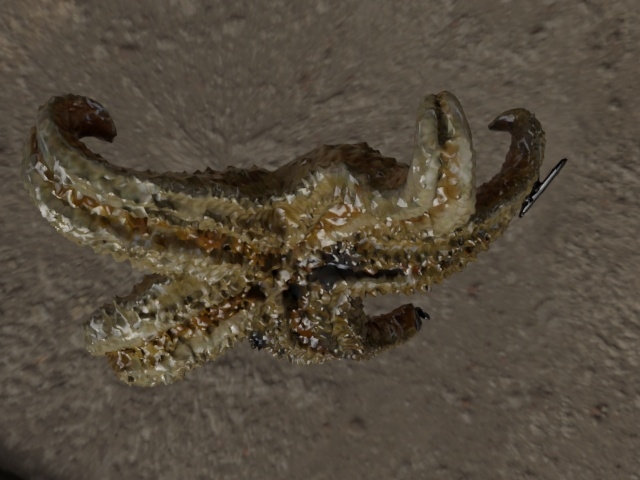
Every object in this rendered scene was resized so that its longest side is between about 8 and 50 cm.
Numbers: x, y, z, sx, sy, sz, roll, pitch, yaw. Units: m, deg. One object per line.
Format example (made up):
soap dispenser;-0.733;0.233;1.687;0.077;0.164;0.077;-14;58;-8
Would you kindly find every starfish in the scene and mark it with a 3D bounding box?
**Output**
starfish;0.001;-0.004;0.531;0.303;0.312;0.113;-9;67;-17
